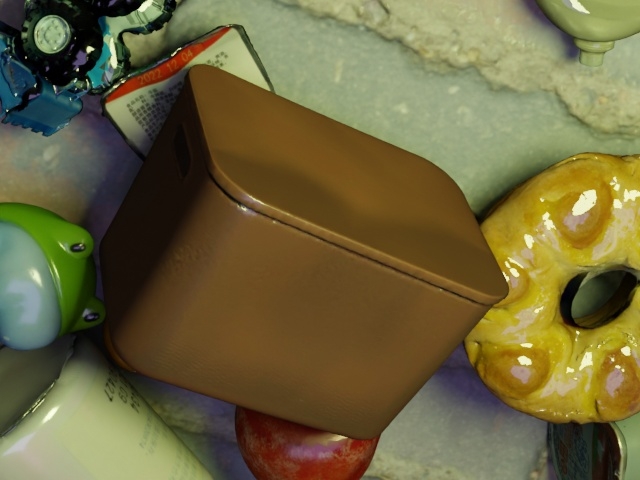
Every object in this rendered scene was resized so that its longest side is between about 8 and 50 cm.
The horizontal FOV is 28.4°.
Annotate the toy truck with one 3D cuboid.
[{"bbox_3d":[-0.246,-0.207,1.220,0.126,0.113,0.208,39,94,11],"label":"toy truck"}]

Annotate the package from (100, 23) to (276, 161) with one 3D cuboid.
[{"bbox_3d":[-0.112,-0.110,1.317,0.166,0.040,0.232,-31,132,0],"label":"package"}]

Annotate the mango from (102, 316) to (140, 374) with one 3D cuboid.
[{"bbox_3d":[-0.162,0.090,1.414,0.163,0.089,0.111,-12,118,-10],"label":"mango"}]

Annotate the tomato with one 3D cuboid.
[{"bbox_3d":[-0.008,0.229,1.471,0.187,0.151,0.187,-5,120,-9],"label":"tomato"}]

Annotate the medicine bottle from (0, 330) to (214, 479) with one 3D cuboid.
[{"bbox_3d":[-0.247,0.290,1.439,0.213,0.213,0.378,-31,116,10],"label":"medicine bottle"}]

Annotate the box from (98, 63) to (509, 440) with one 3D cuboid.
[{"bbox_3d":[-0.027,0.024,1.264,0.339,0.239,0.229,21,118,-28],"label":"box"}]

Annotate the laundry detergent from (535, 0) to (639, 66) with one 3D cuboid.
[{"bbox_3d":[0.290,-0.296,1.254,0.181,0.091,0.253,-4,118,-11],"label":"laundry detergent"}]

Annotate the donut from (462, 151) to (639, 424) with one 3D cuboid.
[{"bbox_3d":[0.297,0.048,1.374,0.317,0.150,0.299,-2,100,-1],"label":"donut"}]

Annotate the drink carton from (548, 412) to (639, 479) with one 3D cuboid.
[{"bbox_3d":[0.390,0.234,1.508,0.190,0.191,0.185,-14,119,-10],"label":"drink carton"}]

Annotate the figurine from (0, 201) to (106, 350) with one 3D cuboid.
[{"bbox_3d":[-0.359,0.038,1.344,0.263,0.143,0.162,0,111,13],"label":"figurine"}]
